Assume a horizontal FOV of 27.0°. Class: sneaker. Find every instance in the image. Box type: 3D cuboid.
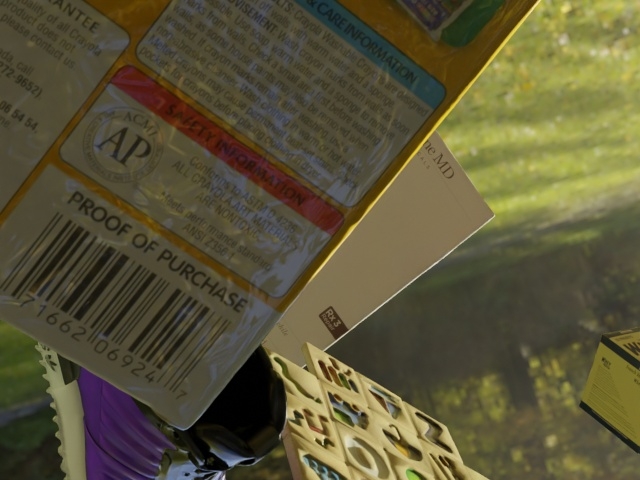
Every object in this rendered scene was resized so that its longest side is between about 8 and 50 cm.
[{"bbox_3d":[-0.085,0.115,0.831,0.146,0.293,0.102,21,-130,30],"label":"sneaker"}]

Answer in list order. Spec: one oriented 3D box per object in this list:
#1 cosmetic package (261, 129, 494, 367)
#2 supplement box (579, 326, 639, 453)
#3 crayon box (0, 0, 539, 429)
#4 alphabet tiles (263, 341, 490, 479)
[{"bbox_3d":[0.000,0.000,1.687,0.385,0.217,0.156,-39,-173,-14],"label":"cosmetic package"},{"bbox_3d":[0.299,0.138,1.245,0.056,0.083,0.083,-8,-149,-35],"label":"supplement box"},{"bbox_3d":[-0.038,-0.107,0.521,0.323,0.203,0.083,-50,-156,12],"label":"crayon box"},{"bbox_3d":[0.081,0.211,1.026,0.285,0.342,0.011,33,107,-26],"label":"alphabet tiles"}]
